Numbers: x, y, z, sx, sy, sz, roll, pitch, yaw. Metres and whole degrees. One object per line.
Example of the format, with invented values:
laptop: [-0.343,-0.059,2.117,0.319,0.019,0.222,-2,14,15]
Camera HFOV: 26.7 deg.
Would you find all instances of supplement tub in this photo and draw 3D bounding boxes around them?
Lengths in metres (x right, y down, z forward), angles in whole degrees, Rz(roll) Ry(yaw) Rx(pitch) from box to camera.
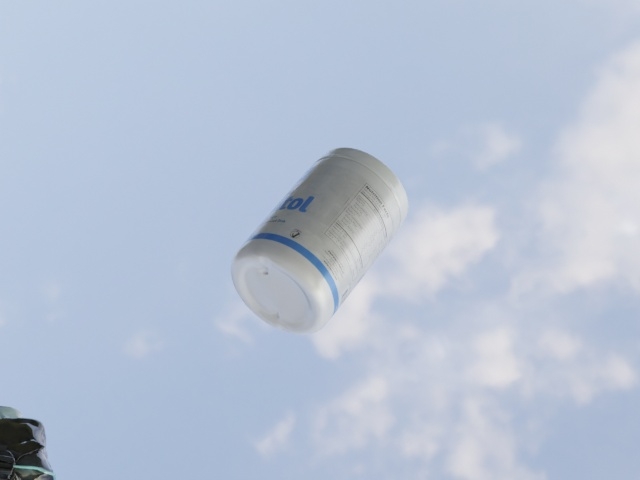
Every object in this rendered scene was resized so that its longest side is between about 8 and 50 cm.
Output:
supplement tub: [0.000,0.000,0.833,0.071,0.071,0.107,10,-136,33]

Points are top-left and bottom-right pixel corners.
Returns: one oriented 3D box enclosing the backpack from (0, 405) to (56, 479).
backpack: [-0.340,0.243,1.231,0.165,0.188,0.144,6,-158,-25]
